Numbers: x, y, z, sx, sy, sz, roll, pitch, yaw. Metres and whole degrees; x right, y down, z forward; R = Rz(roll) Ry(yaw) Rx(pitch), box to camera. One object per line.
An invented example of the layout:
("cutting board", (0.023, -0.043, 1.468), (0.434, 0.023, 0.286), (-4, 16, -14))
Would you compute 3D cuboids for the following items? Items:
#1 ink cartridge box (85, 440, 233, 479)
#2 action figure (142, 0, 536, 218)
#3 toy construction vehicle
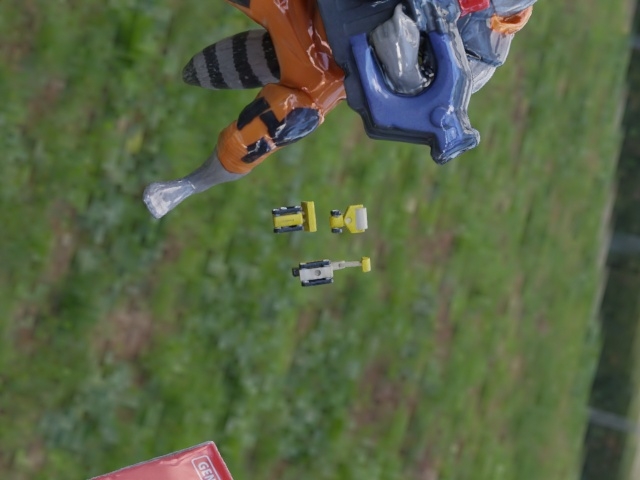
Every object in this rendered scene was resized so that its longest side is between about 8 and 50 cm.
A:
("ink cartridge box", (-0.160, 0.327, 1.705), (0.066, 0.261, 0.296), (-90, 159, -55))
("action figure", (0.010, -0.194, 1.363), (0.178, 0.330, 0.341), (15, 65, -67))
("toy construction vehicle", (0.000, 0.000, 2.037), (0.035, 0.098, 0.086), (-148, -130, -76))
